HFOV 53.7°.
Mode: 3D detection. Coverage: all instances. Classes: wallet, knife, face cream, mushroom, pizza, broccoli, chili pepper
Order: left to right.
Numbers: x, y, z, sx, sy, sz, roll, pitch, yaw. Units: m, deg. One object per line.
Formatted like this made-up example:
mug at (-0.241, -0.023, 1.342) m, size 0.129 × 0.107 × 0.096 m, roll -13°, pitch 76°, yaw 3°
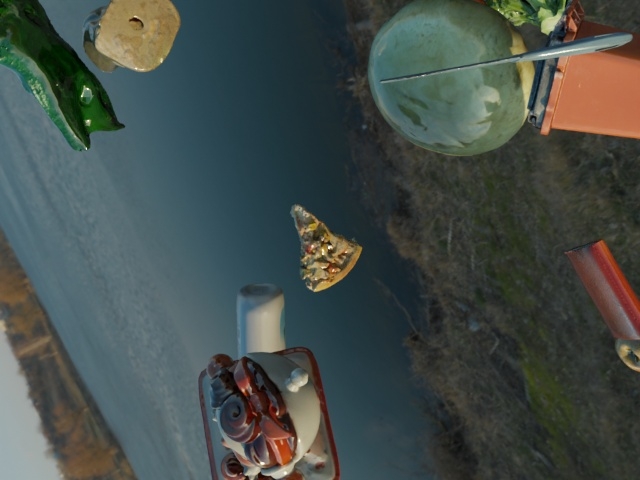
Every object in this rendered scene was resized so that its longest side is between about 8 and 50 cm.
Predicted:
chili pepper at (-0.293, -0.188, 0.666) m, size 0.061 × 0.098 × 0.224 m, roll -18°, pitch 130°, yaw 33°
face cream at (-0.096, 0.246, 1.051) m, size 0.163 × 0.080 × 0.337 m, roll -139°, pitch 47°, yaw -84°
pizza at (0.000, 0.000, 1.371) m, size 0.052 × 0.185 × 0.195 m, roll -22°, pitch 105°, yaw 51°
mushroom at (0.267, -0.328, 1.278) m, size 0.352 × 0.260 × 0.352 m, roll 28°, pitch 160°, yaw 11°
knife at (0.218, -0.208, 0.731) m, size 0.044 × 0.312 × 0.019 m, roll -119°, pitch 18°, yaw -76°
broccoli at (0.603, -0.703, 1.745) m, size 0.308 × 0.307 × 0.275 m, roll 116°, pitch 153°, yaw -60°
wallet at (0.574, 0.098, 1.262) m, size 0.205 × 0.045 × 0.142 m, roll 62°, pitch 175°, yaw 6°

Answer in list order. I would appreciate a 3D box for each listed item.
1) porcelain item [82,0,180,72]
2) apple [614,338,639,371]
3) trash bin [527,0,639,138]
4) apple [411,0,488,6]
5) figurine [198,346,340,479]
porcelain item at (-0.218, -0.221, 0.680) m, size 0.069 × 0.081 × 0.215 m, roll 27°, pitch 177°, yaw -30°
apple at (0.759, 0.239, 1.464) m, size 0.146 × 0.130 × 0.146 m, roll 54°, pitch 156°, yaw 38°
trash bin at (0.451, -0.251, 0.953) m, size 0.238 × 0.161 × 0.185 m, roll 15°, pitch 129°, yaw 21°
apple at (0.358, -0.555, 1.774) m, size 0.309 × 0.277 × 0.250 m, roll 62°, pitch -169°, yaw -15°
figurine at (-0.060, 0.197, 0.702) m, size 0.226 × 0.160 × 0.184 m, roll 99°, pitch 158°, yaw -69°
